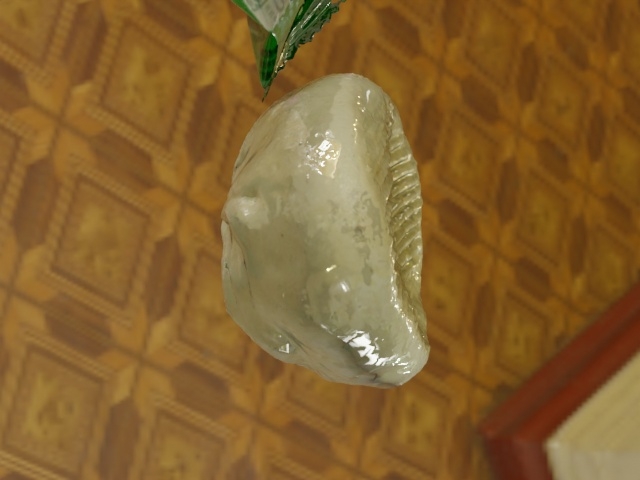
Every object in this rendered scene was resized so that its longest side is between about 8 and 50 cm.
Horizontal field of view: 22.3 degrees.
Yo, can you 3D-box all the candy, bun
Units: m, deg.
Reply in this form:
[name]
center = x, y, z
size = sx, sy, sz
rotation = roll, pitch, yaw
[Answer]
[candy]
center = -0.047, -0.209, 1.060
size = 0.203, 0.078, 0.141
rotation = 46, 48, -34
[bun]
center = 0.000, 0.000, 1.097
size = 0.231, 0.133, 0.231
rotation = -10, 90, -80
